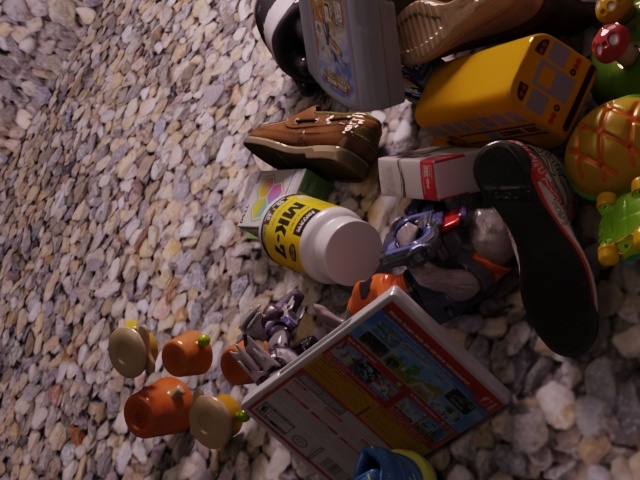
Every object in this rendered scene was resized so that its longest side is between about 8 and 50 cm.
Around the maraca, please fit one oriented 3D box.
[{"bbox_3d":[0.369,-0.120,1.441,0.185,0.099,0.127,-35,55,23],"label":"maraca"}]

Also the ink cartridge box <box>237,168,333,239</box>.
[{"bbox_3d":[-0.076,-0.059,2.081,0.209,0.062,0.109,3,68,57],"label":"ink cartridge box"}]

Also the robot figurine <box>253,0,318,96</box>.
[{"bbox_3d":[-0.019,-0.387,2.176,0.209,0.173,0.278,-46,33,13],"label":"robot figurine"}]

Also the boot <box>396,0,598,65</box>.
[{"bbox_3d":[0.236,-0.287,1.689,0.248,0.207,0.090,-19,71,48],"label":"boot"}]

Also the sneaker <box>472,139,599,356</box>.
[{"bbox_3d":[0.283,0.003,1.473,0.090,0.145,0.270,-29,78,29],"label":"sneaker"}]

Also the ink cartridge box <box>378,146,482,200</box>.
[{"bbox_3d":[0.155,-0.092,1.653,0.135,0.099,0.056,9,110,59],"label":"ink cartridge box"}]

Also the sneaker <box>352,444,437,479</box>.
[{"bbox_3d":[0.084,0.342,1.437,0.091,0.126,0.240,-43,34,26],"label":"sneaker"}]

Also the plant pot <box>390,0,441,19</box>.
[{"bbox_3d":[0.231,-0.471,1.788,0.280,0.323,0.323,-16,49,27],"label":"plant pot"}]

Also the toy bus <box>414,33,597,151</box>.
[{"bbox_3d":[0.230,-0.180,1.619,0.108,0.130,0.332,-65,19,-9],"label":"toy bus"}]

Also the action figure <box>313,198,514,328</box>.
[{"bbox_3d":[0.136,0.054,1.639,0.330,0.178,0.341,-38,7,23],"label":"action figure"}]

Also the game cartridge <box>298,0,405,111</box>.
[{"bbox_3d":[0.038,-0.296,1.782,0.297,0.062,0.198,-137,39,-62],"label":"game cartridge"}]

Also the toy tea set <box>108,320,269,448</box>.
[{"bbox_3d":[-0.187,0.226,1.960,0.336,0.124,0.200,1,98,37],"label":"toy tea set"}]

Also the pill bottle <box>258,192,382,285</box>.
[{"bbox_3d":[0.000,0.000,1.862,0.208,0.119,0.119,20,81,59],"label":"pill bottle"}]

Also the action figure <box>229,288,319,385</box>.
[{"bbox_3d":[-0.044,0.162,1.702,0.099,0.185,0.285,-33,10,5],"label":"action figure"}]

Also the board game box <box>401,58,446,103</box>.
[{"bbox_3d":[0.141,-0.252,1.848,0.048,0.141,0.170,-62,29,-2],"label":"board game box"}]

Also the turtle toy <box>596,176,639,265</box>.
[{"bbox_3d":[0.370,-0.018,1.383,0.130,0.066,0.095,-26,46,43],"label":"turtle toy"}]

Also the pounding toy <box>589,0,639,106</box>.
[{"bbox_3d":[0.400,-0.275,1.515,0.237,0.110,0.183,-51,32,15],"label":"pounding toy"}]

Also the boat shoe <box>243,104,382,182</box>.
[{"bbox_3d":[-0.006,-0.165,2.041,0.307,0.110,0.104,14,72,49],"label":"boat shoe"}]

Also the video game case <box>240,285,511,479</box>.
[{"bbox_3d":[0.064,0.199,1.522,0.285,0.204,0.025,-39,16,32],"label":"video game case"}]
